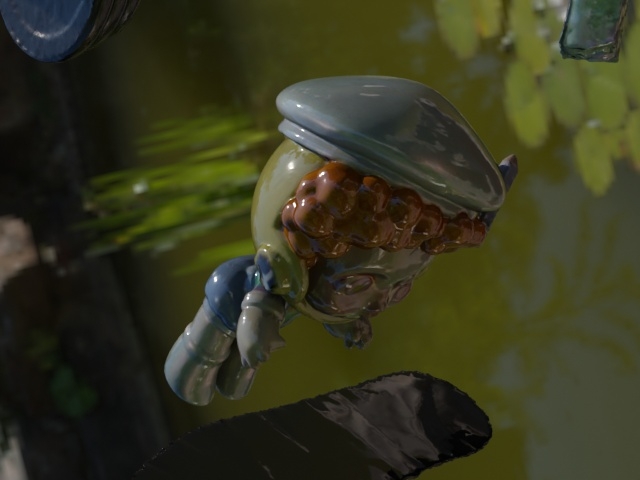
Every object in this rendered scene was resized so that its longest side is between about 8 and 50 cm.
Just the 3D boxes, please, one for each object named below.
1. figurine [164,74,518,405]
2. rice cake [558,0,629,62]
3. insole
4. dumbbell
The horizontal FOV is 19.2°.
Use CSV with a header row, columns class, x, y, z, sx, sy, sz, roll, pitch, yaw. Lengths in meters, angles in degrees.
class,x,y,z,sx,sy,sz,roll,pitch,yaw
figurine,-0.023,0.001,1.648,0.382,0.224,0.205,-40,63,24
rice cake,0.206,-0.227,1.314,0.034,0.043,0.211,24,-102,-79
insole,-0.003,0.093,0.796,0.080,0.232,0.003,36,120,24
dumbbell,-0.158,-0.133,0.896,0.099,0.208,0.099,7,99,48
